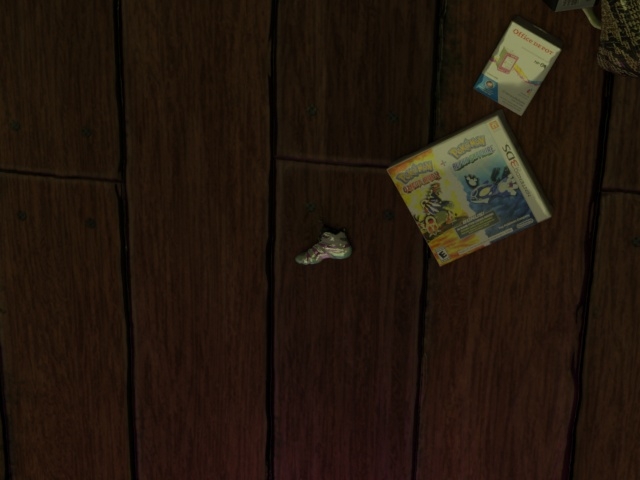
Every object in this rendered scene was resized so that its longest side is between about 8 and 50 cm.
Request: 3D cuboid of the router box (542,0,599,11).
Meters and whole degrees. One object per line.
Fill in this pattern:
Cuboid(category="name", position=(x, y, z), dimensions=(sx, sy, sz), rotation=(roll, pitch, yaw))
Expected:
Cuboid(category="router box", position=(0.316, -0.501, 1.701), dimensions=(0.243, 0.081, 0.309), rotation=(55, 145, 38))

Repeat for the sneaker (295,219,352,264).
Cuboid(category="sneaker", position=(0.000, 0.000, 2.128), dimensions=(0.098, 0.038, 0.069), rotation=(-11, 105, 9))

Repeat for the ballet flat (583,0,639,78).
Cuboid(category="ballet flat", position=(0.410, -0.458, 1.790), dimensions=(0.182, 0.164, 0.483), rotation=(7, 116, 40))

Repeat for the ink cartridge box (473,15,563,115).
Cuboid(category="ink cartridge box", position=(0.300, -0.266, 1.933), dimensions=(0.088, 0.052, 0.122), rotation=(30, 114, 3))

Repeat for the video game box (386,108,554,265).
Cuboid(category="video game box", position=(0.238, -0.082, 2.024), dimensions=(0.205, 0.048, 0.187), rotation=(-26, 99, 22))
